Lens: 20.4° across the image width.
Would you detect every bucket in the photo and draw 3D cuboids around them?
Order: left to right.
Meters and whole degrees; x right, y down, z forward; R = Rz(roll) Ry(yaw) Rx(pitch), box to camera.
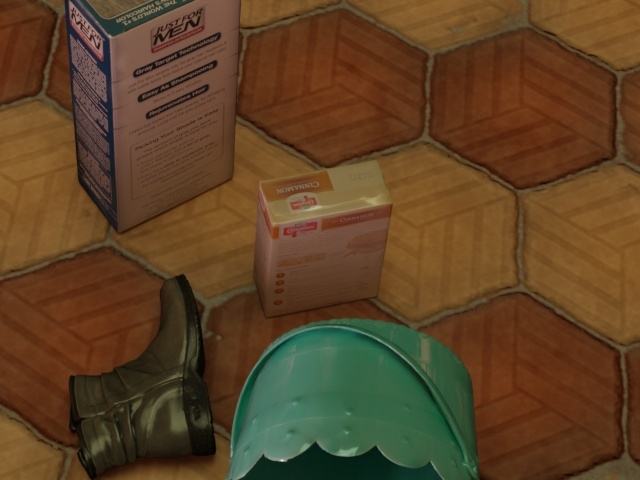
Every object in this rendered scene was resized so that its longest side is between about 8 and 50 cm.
[{"bbox_3d":[0.037,0.222,1.864,0.281,0.281,0.183,6,49,0],"label":"bucket"}]

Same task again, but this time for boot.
[{"bbox_3d":[-0.210,0.147,2.010,0.161,0.083,0.246,-7,53,-3],"label":"boot"}]

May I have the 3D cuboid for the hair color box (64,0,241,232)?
[{"bbox_3d":[-0.194,-0.180,2.084,0.174,0.347,0.105,-28,60,-23],"label":"hair color box"}]

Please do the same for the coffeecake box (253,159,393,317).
[{"bbox_3d":[0.000,0.000,2.067,0.142,0.185,0.068,-10,55,-13],"label":"coffeecake box"}]
